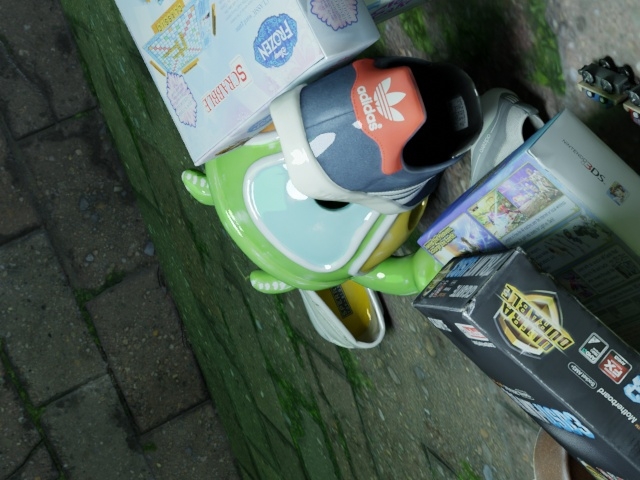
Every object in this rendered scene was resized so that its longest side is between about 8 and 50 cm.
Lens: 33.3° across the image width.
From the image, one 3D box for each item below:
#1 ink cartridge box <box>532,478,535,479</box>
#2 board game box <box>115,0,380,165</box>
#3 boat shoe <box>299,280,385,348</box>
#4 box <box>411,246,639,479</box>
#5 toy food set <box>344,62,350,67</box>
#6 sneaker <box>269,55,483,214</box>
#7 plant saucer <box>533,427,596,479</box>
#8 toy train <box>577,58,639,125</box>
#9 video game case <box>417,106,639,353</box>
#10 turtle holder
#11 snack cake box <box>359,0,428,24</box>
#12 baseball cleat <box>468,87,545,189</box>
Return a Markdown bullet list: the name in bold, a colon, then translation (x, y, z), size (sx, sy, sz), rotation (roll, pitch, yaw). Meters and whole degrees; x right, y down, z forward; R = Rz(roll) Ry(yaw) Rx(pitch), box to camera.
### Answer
- **ink cartridge box**: translation (0.360, 0.433, 1.087), size (0.384, 0.160, 0.279), rotation (31, 143, 59)
- **board game box**: translation (-0.109, -0.264, 1.007), size (0.318, 0.065, 0.318), rotation (-25, 91, 61)
- **boat shoe**: translation (-0.007, 0.006, 1.549), size (0.367, 0.135, 0.156), rotation (65, 162, -14)
- **box**: translation (0.216, 0.129, 0.868), size (0.293, 0.073, 0.295), rotation (41, 176, -1)
- **toy food set**: translation (-0.043, -0.309, 1.333), size (0.111, 0.104, 0.232), rotation (71, -176, -65)
- **sneaker**: translation (0.092, -0.102, 0.999), size (0.350, 0.148, 0.131), rotation (-16, -93, -67)
- **plant saucer**: translation (0.283, 0.233, 1.037), size (0.168, 0.168, 0.029), rotation (59, 142, 14)
- **toy train**: translation (0.261, -0.105, 0.842), size (0.158, 0.027, 0.036), rotation (41, 162, 48)
- **video game case**: translation (0.231, 0.030, 0.939), size (0.244, 0.061, 0.269), rotation (42, 160, 0)
- **turtle holder**: translation (0.020, -0.050, 1.236), size (0.227, 0.243, 0.320), rotation (-24, 88, 46)
- **snack cake box**: translation (0.029, -0.334, 0.958), size (0.264, 0.152, 0.089), rotation (63, 162, 1)
- **baseball cleat**: translation (0.188, -0.045, 1.047), size (0.109, 0.072, 0.206), rotation (43, 154, 48)
